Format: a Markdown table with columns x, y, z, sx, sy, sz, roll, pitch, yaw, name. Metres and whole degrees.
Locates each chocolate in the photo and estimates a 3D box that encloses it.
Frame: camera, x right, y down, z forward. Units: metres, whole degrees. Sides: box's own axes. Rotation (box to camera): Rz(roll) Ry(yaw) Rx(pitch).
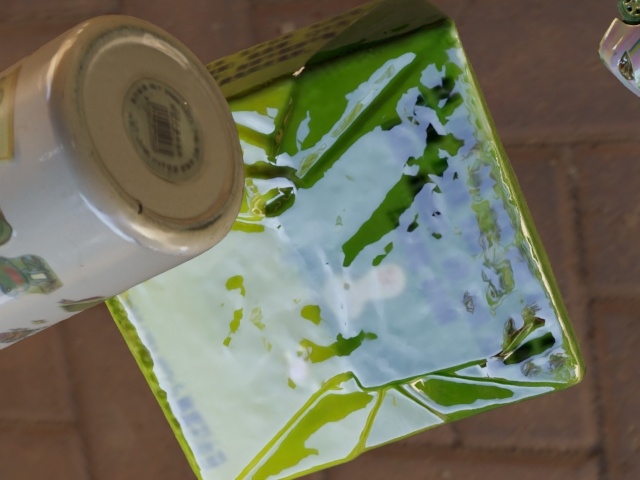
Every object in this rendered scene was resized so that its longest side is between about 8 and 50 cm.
| x | y | z | sx | sy | sz | roll | pitch | yaw | name |
| --- | --- | --- | --- | --- | --- | --- | --- | --- | --- |
| 0.000 | 0.000 | 1.365 | 0.288 | 0.137 | 0.301 | -20 | 117 | 7 | chocolate |

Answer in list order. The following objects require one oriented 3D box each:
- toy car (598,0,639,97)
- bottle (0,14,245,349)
| x | y | z | sx | sy | sz | roll | pitch | yaw | name |
| --- | --- | --- | --- | --- | --- | --- | --- | --- | --- |
| 0.300 | -0.191 | 1.406 | 0.224 | 0.090 | 0.076 | -48 | 51 | 10 | toy car |
| -0.161 | -0.009 | 0.945 | 0.253 | 0.120 | 0.120 | -23 | 92 | 37 | bottle |
